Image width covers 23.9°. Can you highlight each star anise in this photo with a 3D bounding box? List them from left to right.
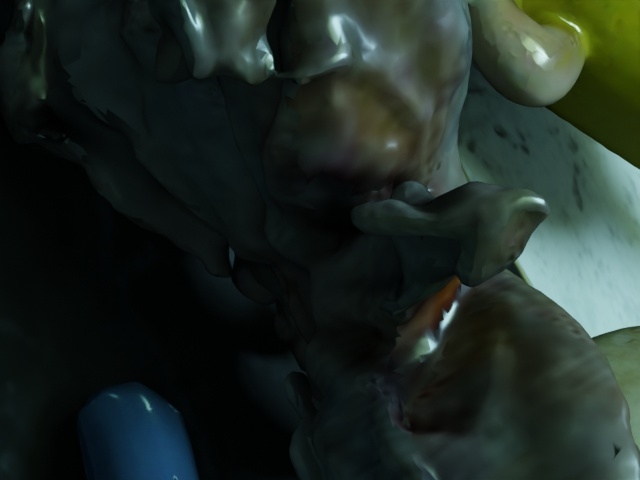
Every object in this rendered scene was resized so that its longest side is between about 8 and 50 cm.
[{"bbox_3d":[-0.002,-0.004,0.416,0.110,0.198,0.258,-27,94,-19],"label":"star anise"}]

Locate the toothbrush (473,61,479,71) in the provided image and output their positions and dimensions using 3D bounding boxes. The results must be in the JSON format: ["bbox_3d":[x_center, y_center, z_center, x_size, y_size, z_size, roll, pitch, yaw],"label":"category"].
[{"bbox_3d":[0.083,-0.140,0.742,0.017,0.014,0.162,51,34,-44],"label":"toothbrush"}]

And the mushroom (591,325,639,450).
[{"bbox_3d":[0.117,0.112,0.533,0.166,0.127,0.166,4,84,-36],"label":"mushroom"}]

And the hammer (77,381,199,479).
[{"bbox_3d":[-0.029,0.104,0.356,0.116,0.069,0.194,23,26,-32],"label":"hammer"}]

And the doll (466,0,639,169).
[{"bbox_3d":[0.086,-0.199,0.645,0.423,0.161,0.348,10,63,-32],"label":"doll"}]
